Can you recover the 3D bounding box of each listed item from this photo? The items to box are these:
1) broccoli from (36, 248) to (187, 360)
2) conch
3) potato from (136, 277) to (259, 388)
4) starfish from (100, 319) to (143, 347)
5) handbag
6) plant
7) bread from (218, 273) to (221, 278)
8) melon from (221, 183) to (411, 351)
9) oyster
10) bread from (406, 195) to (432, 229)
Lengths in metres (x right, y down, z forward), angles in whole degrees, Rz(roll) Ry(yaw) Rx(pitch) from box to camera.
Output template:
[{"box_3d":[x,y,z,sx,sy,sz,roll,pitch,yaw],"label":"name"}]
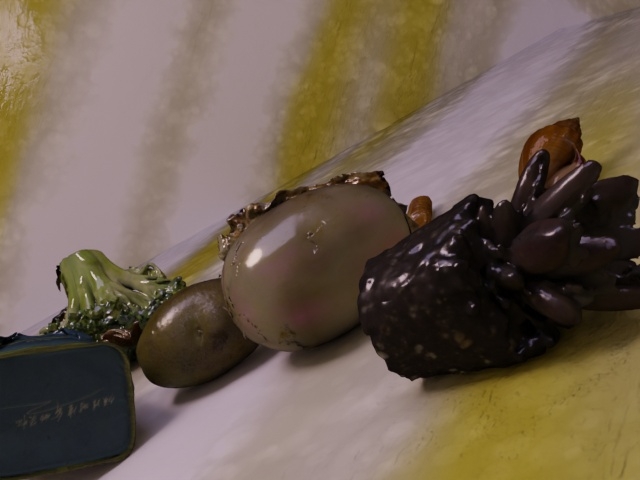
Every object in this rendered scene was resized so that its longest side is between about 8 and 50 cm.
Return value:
[{"box_3d":[-0.451,0.166,1.741,0.323,0.272,0.334,13,-27,-39],"label":"broccoli"},{"box_3d":[0.355,-0.088,1.282,0.330,0.109,0.093,-57,-16,-24],"label":"conch"},{"box_3d":[-0.186,0.147,1.329,0.251,0.159,0.174,-25,2,-5],"label":"potato"},{"box_3d":[-0.313,0.157,1.364,0.130,0.041,0.133,-21,0,-25],"label":"starfish"},{"box_3d":[-0.439,0.252,1.256,0.262,0.223,0.241,-2,-5,-31],"label":"handbag"},{"box_3d":[0.209,0.043,0.879,0.320,0.194,0.182,-26,24,33],"label":"plant"},{"box_3d":[-0.177,0.020,1.893,0.178,0.135,0.240,-22,16,29],"label":"bread"},{"box_3d":[-0.006,0.040,1.223,0.316,0.223,0.223,-30,12,-19],"label":"melon"},{"box_3d":[0.001,0.004,1.379,0.354,0.201,0.107,-13,27,1],"label":"oyster"},{"box_3d":[0.196,-0.053,1.579,0.052,0.044,0.157,-31,10,17],"label":"bread"}]
